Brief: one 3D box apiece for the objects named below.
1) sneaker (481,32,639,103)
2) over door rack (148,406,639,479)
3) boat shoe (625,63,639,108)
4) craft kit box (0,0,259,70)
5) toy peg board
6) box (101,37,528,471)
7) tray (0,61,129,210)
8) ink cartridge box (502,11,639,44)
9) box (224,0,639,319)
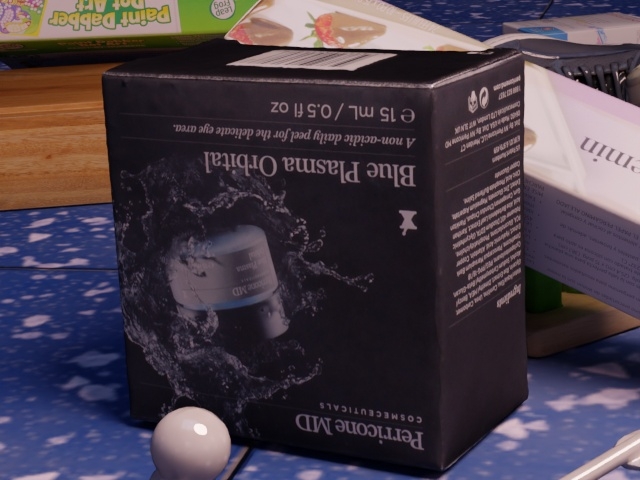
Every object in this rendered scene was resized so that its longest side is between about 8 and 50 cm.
[{"bbox_3d":[0.213,-0.109,1.120,0.226,0.086,0.163,-9,14,-23],"label":"sneaker"},{"bbox_3d":[0.062,0.109,0.347,0.324,0.108,0.239,-12,19,-29],"label":"over door rack"},{"bbox_3d":[0.394,-0.125,0.962,0.500,0.156,0.187,-15,-13,-38],"label":"boat shoe"},{"bbox_3d":[-0.140,-0.167,1.293,0.249,0.061,0.246,-1,-4,6],"label":"craft kit box"},{"bbox_3d":[0.120,-0.012,0.811,0.161,0.079,0.160,-13,19,-32],"label":"toy peg board"},{"bbox_3d":[0.000,0.000,0.645,0.156,0.158,0.093,5,17,29],"label":"box"},{"bbox_3d":[-0.283,-0.077,1.131,0.410,0.076,0.203,-5,16,-4],"label":"tray"},{"bbox_3d":[0.245,-0.182,1.431,0.122,0.052,0.088,-9,17,-14],"label":"ink cartridge box"},{"bbox_3d":[0.104,-0.029,0.680,0.324,0.067,0.063,26,56,22],"label":"box"}]
